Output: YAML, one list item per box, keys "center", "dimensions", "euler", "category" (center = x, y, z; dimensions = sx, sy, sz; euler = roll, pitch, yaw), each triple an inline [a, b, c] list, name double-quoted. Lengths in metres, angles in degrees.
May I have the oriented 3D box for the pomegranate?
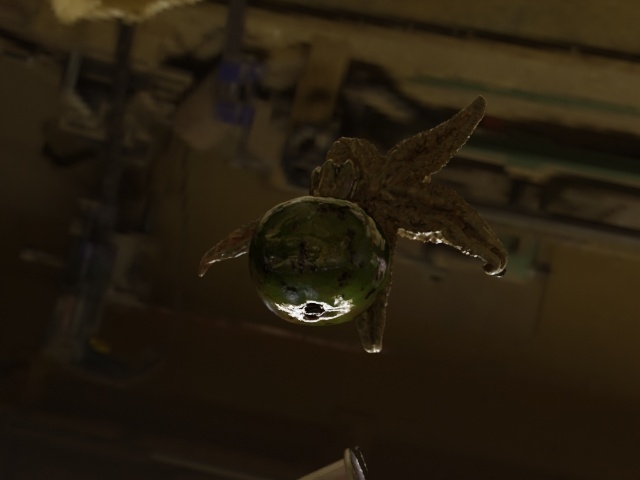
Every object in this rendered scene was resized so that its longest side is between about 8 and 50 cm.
- center: [0.000, 0.000, 1.317]
  dimensions: [0.114, 0.142, 0.114]
  euler: [7, 146, 5]
  category: "pomegranate"

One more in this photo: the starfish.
- center: [0.040, -0.012, 1.411]
  dimensions: [0.295, 0.231, 0.048]
  euler: [-25, 141, -4]
  category: "starfish"

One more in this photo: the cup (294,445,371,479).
- center: [-0.049, 0.367, 1.666]
  dimensions: [0.274, 0.253, 0.253]
  euler: [-19, 169, 3]
  category: "cup"
